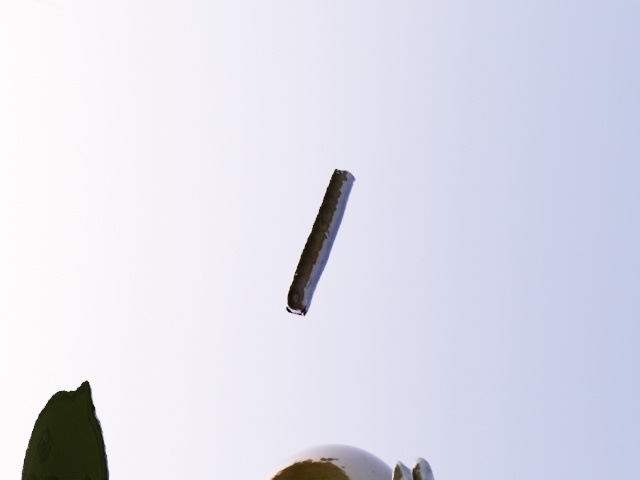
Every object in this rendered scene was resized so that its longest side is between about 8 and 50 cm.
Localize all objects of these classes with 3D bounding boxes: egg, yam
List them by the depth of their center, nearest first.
[{"bbox_3d":[0.000,0.440,1.118,0.250,0.250,0.322,43,-69,44],"label":"egg"},{"bbox_3d":[0.000,0.000,1.263,0.046,0.046,0.264,-16,-134,49],"label":"yam"}]

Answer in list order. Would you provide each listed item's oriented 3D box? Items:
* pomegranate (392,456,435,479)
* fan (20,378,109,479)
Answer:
[{"bbox_3d":[0.103,0.297,0.564,0.222,0.204,0.276,84,19,-47],"label":"pomegranate"},{"bbox_3d":[-0.297,0.311,0.871,0.229,0.011,0.335,20,-86,51],"label":"fan"}]
